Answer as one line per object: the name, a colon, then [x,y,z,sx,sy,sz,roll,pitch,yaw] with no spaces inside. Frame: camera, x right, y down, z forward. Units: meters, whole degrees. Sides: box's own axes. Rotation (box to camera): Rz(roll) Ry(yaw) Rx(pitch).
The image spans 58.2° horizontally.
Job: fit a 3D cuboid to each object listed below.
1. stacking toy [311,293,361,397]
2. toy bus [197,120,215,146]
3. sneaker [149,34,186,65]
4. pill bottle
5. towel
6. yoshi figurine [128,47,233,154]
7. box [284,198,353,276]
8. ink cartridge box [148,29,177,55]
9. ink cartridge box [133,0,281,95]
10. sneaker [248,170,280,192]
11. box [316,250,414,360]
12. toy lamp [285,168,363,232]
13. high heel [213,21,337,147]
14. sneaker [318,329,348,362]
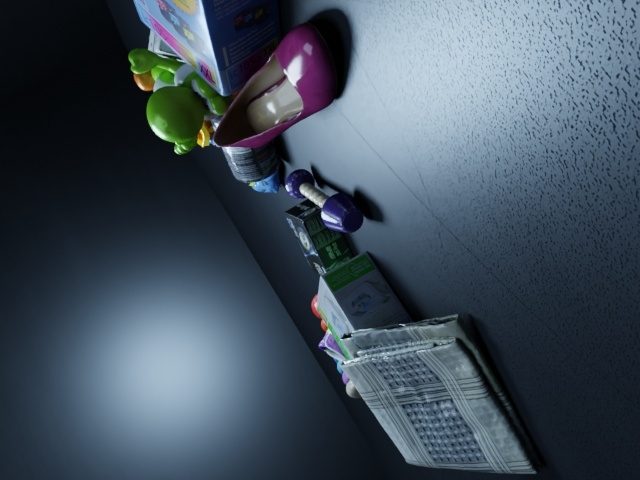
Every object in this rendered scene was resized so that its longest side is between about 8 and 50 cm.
stacking toy: [0.073,0.286,1.681,0.330,0.141,0.141,59,169,34]
toy bus: [-0.294,-0.322,1.521,0.149,0.211,0.220,44,162,46]
sneaker: [-0.444,-0.536,1.818,0.109,0.124,0.295,38,156,58]
pill bottle: [-0.189,-0.271,1.407,0.130,0.130,0.245,48,162,43]
towel: [0.195,0.290,1.043,0.312,0.056,0.324,-21,102,51]
yoshi figurine: [-0.310,-0.291,1.201,0.362,0.204,0.202,25,99,57]
box: [0.000,0.000,1.398,0.180,0.078,0.147,65,166,-19]
ink cartridge box: [-0.315,-0.495,1.286,0.237,0.100,0.171,-145,64,-63]
ink cartridge box: [-0.209,-0.465,0.916,0.270,0.151,0.395,44,161,18]
sneaker: [-0.137,-0.177,1.601,0.082,0.069,0.209,29,164,-14]
box: [0.105,0.186,1.309,0.231,0.127,0.262,58,166,17]
toy lamp: [0.008,-0.083,1.192,0.275,0.080,0.080,44,160,58]
high heel: [-0.088,-0.234,0.972,0.127,0.181,0.377,60,168,2]
sneaker: [0.043,0.198,1.495,0.282,0.161,0.102,54,168,29]
